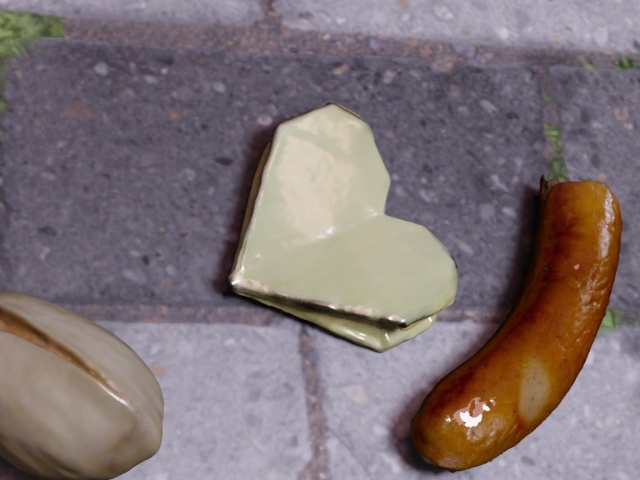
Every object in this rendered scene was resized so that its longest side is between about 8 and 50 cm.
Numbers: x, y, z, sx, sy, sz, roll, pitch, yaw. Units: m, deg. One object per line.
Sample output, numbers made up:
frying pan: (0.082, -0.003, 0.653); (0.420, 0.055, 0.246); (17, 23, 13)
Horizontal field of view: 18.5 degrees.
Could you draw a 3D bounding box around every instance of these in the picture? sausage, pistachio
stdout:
sausage: (0.173, 0.069, 1.596); (0.103, 0.076, 0.302); (29, 60, 3)
pistachio: (-0.196, 0.105, 1.424); (0.185, 0.124, 0.124); (32, 61, 0)

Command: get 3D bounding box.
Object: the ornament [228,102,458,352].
ornament: (0.000, 0.000, 1.580); (0.180, 0.059, 0.201); (-24, 74, -25)
